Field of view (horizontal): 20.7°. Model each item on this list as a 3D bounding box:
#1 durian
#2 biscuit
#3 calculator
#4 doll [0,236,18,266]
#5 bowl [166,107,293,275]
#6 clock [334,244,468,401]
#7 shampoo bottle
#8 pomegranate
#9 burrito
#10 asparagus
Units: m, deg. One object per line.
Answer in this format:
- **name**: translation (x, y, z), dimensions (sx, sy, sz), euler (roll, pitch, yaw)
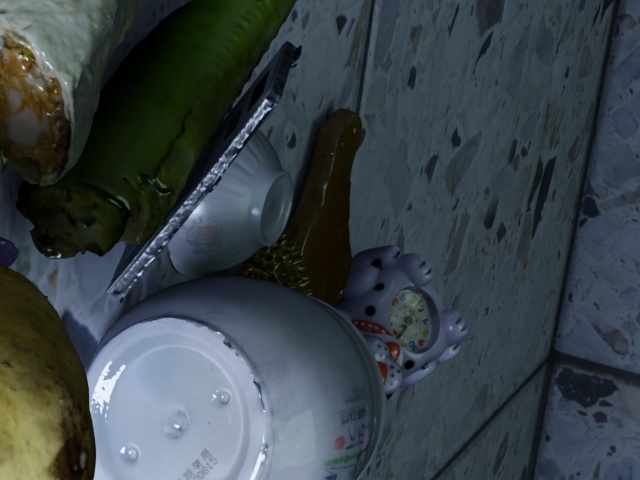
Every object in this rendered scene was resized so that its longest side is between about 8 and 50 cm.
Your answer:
- **durian**: translation (-0.064, 0.064, 1.943), dimensions (0.146, 0.102, 0.208), euler (-65, 162, 8)
- **biscuit**: translation (-0.004, -0.003, 2.149), dimensions (0.183, 0.047, 0.320), euler (-24, 126, -67)
- **calculator**: translation (-0.106, -0.067, 1.619), dimensions (0.262, 0.021, 0.161), euler (-50, -169, 20)
- **doll**: translation (-0.288, 0.039, 1.426), dimensions (0.190, 0.050, 0.115), euler (68, 37, -62)
- **bowl**: translation (-0.082, -0.044, 1.856), dimensions (0.189, 0.086, 0.189), euler (15, 90, -71)
- **clock**: translation (0.049, 0.144, 2.249), dimensions (0.254, 0.188, 0.189), euler (-44, 144, -42)
- **shampoo bottle**: translation (-0.083, 0.170, 1.722), dimensions (0.266, 0.273, 0.273), euler (-3, 107, -63)
- **pomegranate**: translation (-0.290, 0.135, 1.186), dimensions (0.281, 0.281, 0.281), euler (15, 90, -70)
- **burrito**: translation (-0.194, -0.204, 1.425), dimensions (0.143, 0.105, 0.299), euler (71, 37, -63)
- **asparagus**: translation (-0.138, -0.132, 1.597), dimensions (0.108, 0.128, 0.382), euler (58, 43, -30)
